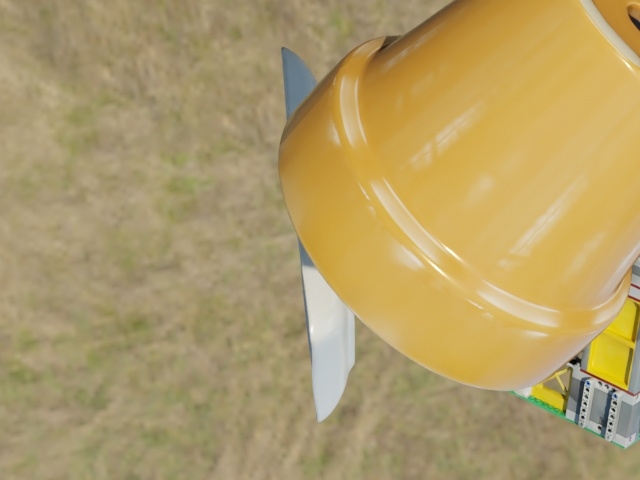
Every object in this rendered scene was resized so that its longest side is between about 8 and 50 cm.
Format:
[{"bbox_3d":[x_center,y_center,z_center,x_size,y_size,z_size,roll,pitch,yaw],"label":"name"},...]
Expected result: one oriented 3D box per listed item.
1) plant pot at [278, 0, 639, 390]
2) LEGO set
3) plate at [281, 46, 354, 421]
[{"bbox_3d":[0.113,-0.056,0.890,0.205,0.205,0.188,-1,145,-44],"label":"plant pot"},{"bbox_3d":[0.233,-0.003,1.323,0.331,0.192,0.255,-17,-146,-36],"label":"LEGO set"},{"bbox_3d":[0.000,0.000,1.569,0.045,0.278,0.277,-6,159,0],"label":"plate"}]
